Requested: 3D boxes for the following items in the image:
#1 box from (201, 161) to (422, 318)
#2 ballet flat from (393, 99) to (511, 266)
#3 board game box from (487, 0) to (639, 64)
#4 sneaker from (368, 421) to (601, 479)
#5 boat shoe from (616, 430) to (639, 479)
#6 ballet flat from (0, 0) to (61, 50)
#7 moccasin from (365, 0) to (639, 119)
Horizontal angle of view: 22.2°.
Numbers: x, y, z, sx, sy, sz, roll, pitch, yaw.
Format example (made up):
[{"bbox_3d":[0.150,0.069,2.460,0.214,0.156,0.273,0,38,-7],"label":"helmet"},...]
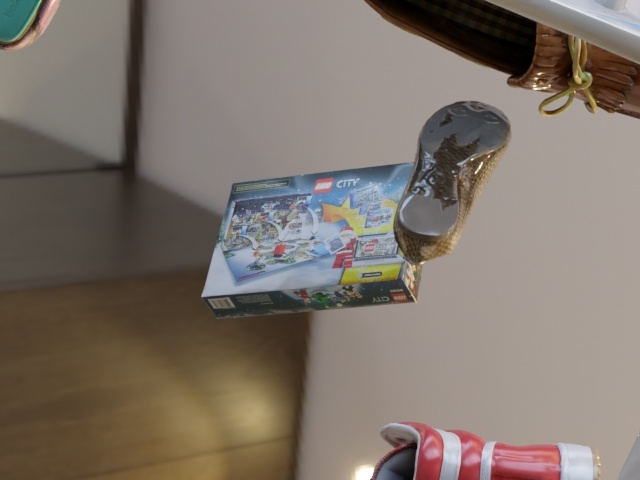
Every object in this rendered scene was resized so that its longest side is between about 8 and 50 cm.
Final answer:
[{"bbox_3d":[0.000,0.000,1.742,0.233,0.044,0.159,-5,-130,24],"label":"box"},{"bbox_3d":[0.122,-0.054,1.535,0.084,0.250,0.058,13,-52,11],"label":"ballet flat"},{"bbox_3d":[0.085,-0.197,0.804,0.390,0.390,0.050,23,-65,5],"label":"board game box"},{"bbox_3d":[0.043,0.093,0.524,0.118,0.067,0.042,104,-5,-56],"label":"sneaker"},{"bbox_3d":[0.278,0.139,0.929,0.156,0.136,0.367,28,-85,43],"label":"boat shoe"},{"bbox_3d":[-0.257,-0.284,1.591,0.077,0.079,0.221,32,-81,1],"label":"ballet flat"},{"bbox_3d":[0.221,-0.197,1.582,0.380,0.147,0.139,28,-40,0],"label":"moccasin"}]
